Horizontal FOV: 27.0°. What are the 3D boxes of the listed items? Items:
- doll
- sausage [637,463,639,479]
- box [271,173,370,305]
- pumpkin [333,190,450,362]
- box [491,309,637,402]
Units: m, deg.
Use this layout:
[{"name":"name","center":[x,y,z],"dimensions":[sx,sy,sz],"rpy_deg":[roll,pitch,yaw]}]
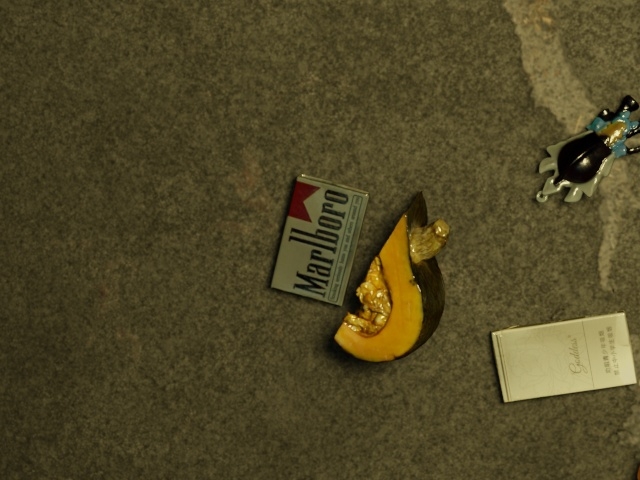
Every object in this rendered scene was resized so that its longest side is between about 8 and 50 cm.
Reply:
[{"name":"doll","center":[0.381,-0.121,1.885],"dimensions":[0.195,0.070,0.096],"rpy_deg":[-41,73,8]},{"name":"sausage","center":[0.567,0.276,1.887],"dimensions":[0.105,0.105,0.274],"rpy_deg":[45,105,3]},{"name":"box","center":[0.000,0.000,2.002],"dimensions":[0.115,0.036,0.177],"rpy_deg":[16,102,10]},{"name":"pumpkin","center":[0.131,0.065,1.939],"dimensions":[0.126,0.131,0.248],"rpy_deg":[30,108,15]},{"name":"box","center":[0.356,0.170,1.953],"dimensions":[0.198,0.029,0.109],"rpy_deg":[-10,96,12]}]
